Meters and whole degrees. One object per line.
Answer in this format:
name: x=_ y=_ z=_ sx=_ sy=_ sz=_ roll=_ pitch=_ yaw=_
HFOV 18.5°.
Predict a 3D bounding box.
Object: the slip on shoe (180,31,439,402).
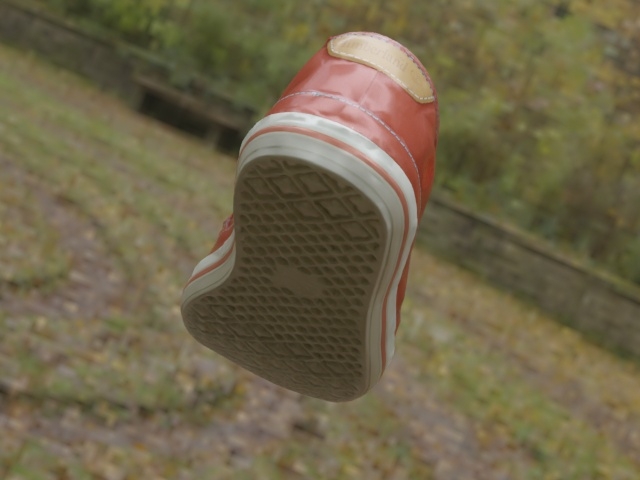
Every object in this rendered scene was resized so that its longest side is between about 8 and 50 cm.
slip on shoe: x=0.000 y=0.000 z=1.052 sx=0.123 sy=0.101 sz=0.331 roll=25 pitch=-26 yaw=4
